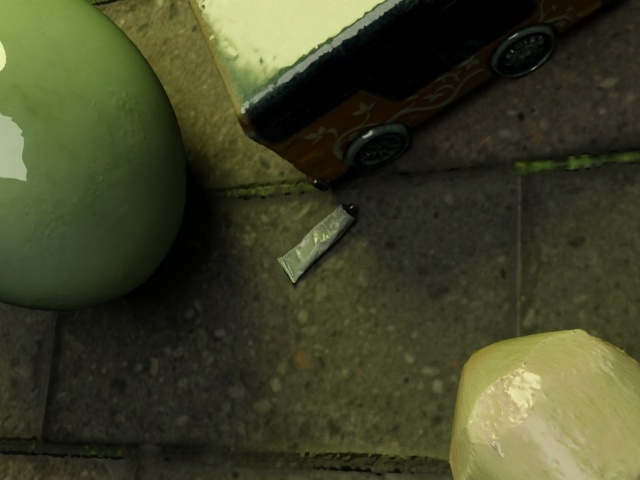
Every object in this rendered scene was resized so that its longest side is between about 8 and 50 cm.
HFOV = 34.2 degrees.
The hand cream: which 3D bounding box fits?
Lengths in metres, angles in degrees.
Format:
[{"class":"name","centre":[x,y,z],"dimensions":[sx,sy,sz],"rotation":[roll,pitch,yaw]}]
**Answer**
[{"class":"hand cream","centre":[0.000,0.000,0.953],"dimensions":[0.093,0.019,0.030],"rotation":[-44,61,19]}]

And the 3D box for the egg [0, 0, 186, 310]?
[{"class":"egg","centre":[-0.281,-0.097,0.979],"dimensions":[0.276,0.276,0.389],"rotation":[-49,59,8]}]

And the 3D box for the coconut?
[{"class":"coconut","centre":[0.174,0.140,0.731],"dimensions":[0.171,0.171,0.183],"rotation":[-45,62,11]}]

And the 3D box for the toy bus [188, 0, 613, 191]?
[{"class":"toy bus","centre":[0.069,-0.203,0.866],"dimensions":[0.323,0.194,0.162],"rotation":[-32,62,18]}]
